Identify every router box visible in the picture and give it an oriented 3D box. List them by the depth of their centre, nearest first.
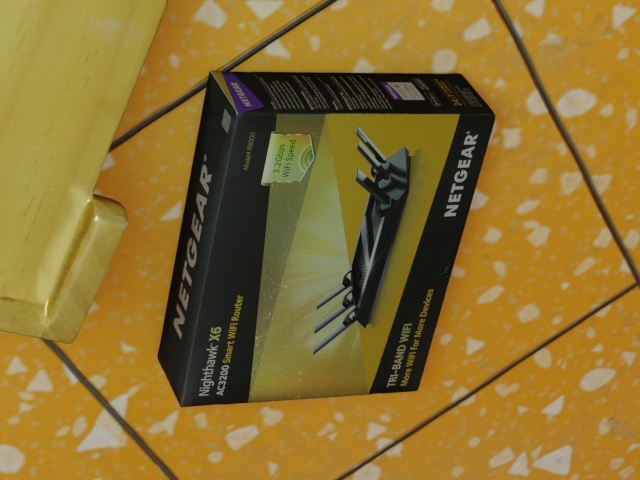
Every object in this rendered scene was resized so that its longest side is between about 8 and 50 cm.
[{"bbox_3d":[0.000,0.000,1.569,0.243,0.081,0.309,-2,124,-23],"label":"router box"}]

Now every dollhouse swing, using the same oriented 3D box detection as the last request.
[{"bbox_3d":[-0.328,-0.115,1.275,0.347,0.315,0.305,14,91,-32],"label":"dollhouse swing"}]
